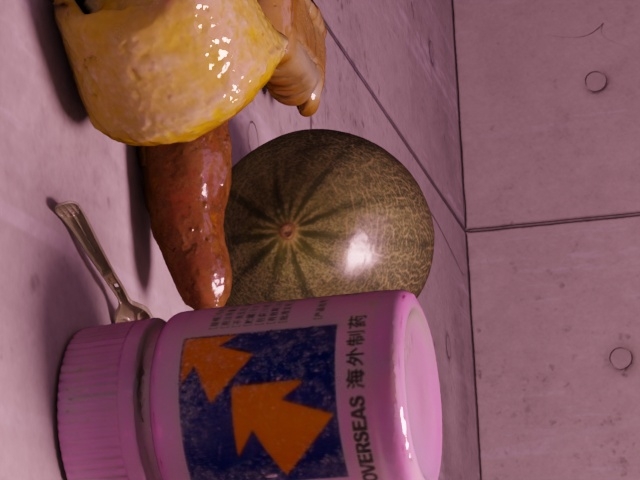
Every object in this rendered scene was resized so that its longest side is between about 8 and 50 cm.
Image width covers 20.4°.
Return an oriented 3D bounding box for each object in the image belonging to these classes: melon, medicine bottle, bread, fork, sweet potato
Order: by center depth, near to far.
[{"bbox_3d":[-0.055,0.141,1.475,0.178,0.290,0.178,-6,90,-77],"label":"medicine bottle"},{"bbox_3d":[-0.132,-0.175,1.543,0.197,0.197,0.170,-78,151,-53],"label":"bread"},{"bbox_3d":[-0.183,0.031,1.546,0.219,0.034,0.028,67,13,-53],"label":"fork"},{"bbox_3d":[-0.130,-0.103,1.704,0.106,0.095,0.355,-12,-101,58],"label":"sweet potato"},{"bbox_3d":[0.000,0.000,1.894,0.301,0.237,0.237,7,78,-74],"label":"melon"},{"bbox_3d":[-0.045,-0.241,2.150,0.225,0.081,0.134,57,35,-67],"label":"bread"}]
